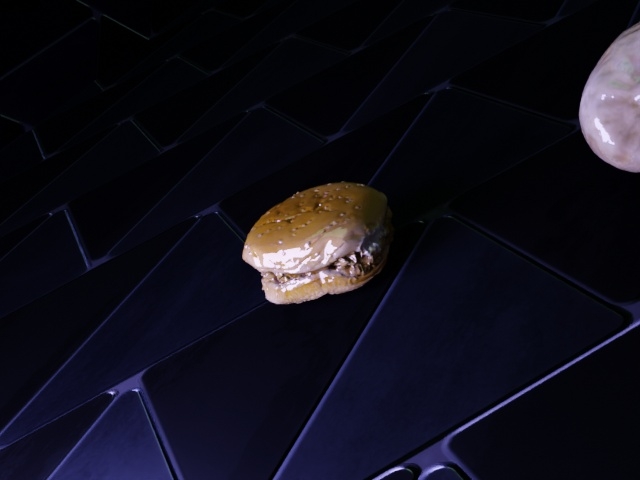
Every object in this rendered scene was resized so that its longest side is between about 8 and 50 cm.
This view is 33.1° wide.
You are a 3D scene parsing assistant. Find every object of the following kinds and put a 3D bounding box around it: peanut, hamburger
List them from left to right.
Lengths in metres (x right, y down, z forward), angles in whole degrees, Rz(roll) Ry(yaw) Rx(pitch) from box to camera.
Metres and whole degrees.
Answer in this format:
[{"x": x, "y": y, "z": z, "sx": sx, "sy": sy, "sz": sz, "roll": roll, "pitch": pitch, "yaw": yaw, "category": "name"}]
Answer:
[{"x": 0.000, "y": 0.000, "z": 1.057, "sx": 0.147, "sy": 0.083, "sz": 0.138, "roll": -11, "pitch": 22, "yaw": 24, "category": "hamburger"}, {"x": 0.335, "y": -0.163, "z": 1.008, "sx": 0.122, "sy": 0.137, "sz": 0.253, "roll": 35, "pitch": 51, "yaw": 14, "category": "peanut"}]
